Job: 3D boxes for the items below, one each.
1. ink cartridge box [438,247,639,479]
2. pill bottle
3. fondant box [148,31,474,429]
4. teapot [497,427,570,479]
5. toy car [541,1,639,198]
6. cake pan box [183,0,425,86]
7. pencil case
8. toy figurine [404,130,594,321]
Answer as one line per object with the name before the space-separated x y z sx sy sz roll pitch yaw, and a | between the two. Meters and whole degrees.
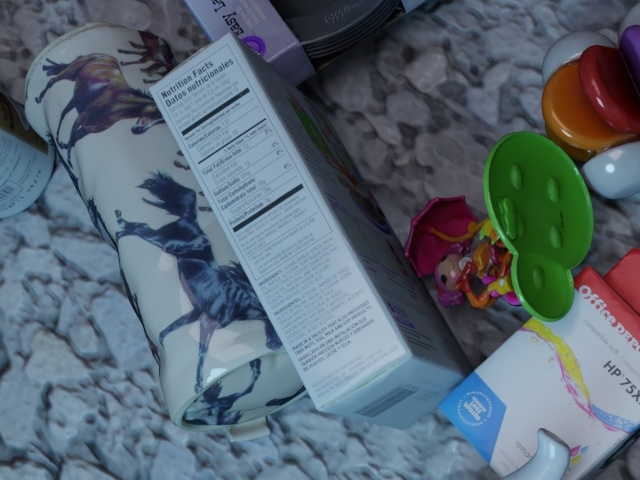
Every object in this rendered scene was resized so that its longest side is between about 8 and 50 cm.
ink cartridge box | 0.236 0.119 1.179 0.231 0.078 0.134 -44 68 4
pill bottle | -0.380 -0.109 1.358 0.131 0.229 0.131 -4 76 17
fondant box | 0.000 0.000 1.200 0.096 0.238 0.330 -32 70 11
teapot | 0.178 0.324 1.078 0.187 0.256 0.252 -20 58 -2
toy car | 0.282 -0.138 1.191 0.182 0.136 0.159 -23 71 12
cake pan box | -0.026 -0.289 1.336 0.246 0.070 0.267 -33 62 2
pencil case | -0.143 -0.008 1.294 0.160 0.183 0.410 -23 70 -15
toy figurine | 0.145 0.009 1.204 0.159 0.130 0.173 -26 57 49
